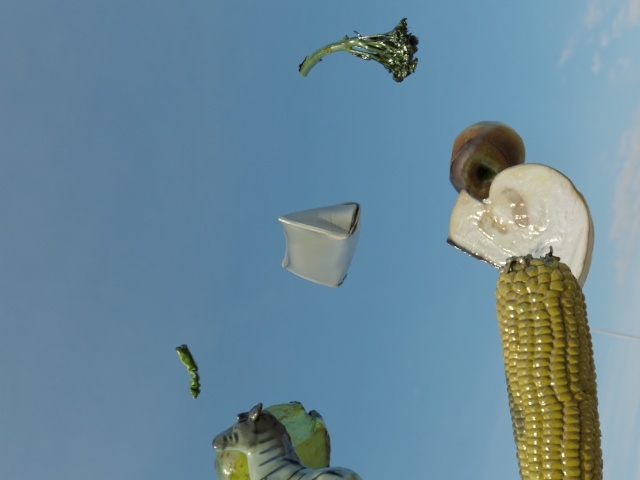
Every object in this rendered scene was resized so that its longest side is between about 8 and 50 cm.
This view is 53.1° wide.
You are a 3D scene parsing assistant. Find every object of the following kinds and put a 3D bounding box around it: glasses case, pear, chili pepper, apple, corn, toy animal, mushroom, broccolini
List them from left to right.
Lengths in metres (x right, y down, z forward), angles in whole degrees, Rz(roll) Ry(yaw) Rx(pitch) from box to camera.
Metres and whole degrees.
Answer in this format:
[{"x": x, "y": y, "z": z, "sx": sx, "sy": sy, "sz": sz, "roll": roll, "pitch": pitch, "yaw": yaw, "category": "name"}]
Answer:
[{"x": -0.193, "y": 0.194, "z": 0.953, "sx": 0.027, "sy": 0.022, "sz": 0.083, "roll": 4, "pitch": -113, "yaw": -80, "category": "chili pepper"}, {"x": -0.139, "y": 0.477, "z": 1.484, "sx": 0.255, "sy": 0.238, "sz": 0.164, "roll": -1, "pitch": -84, "yaw": -36, "category": "pear"}, {"x": -0.022, "y": 0.267, "z": 0.679, "sx": 0.073, "sy": 0.217, "sz": 0.176, "roll": 44, "pitch": -131, "yaw": -48, "category": "toy animal"}, {"x": -0.002, "y": 0.000, "z": 1.089, "sx": 0.308, "sy": 0.128, "sz": 0.083, "roll": 98, "pitch": -179, "yaw": -72, "category": "glasses case"}, {"x": 0.077, "y": -0.352, "z": 1.268, "sx": 0.123, "sy": 0.272, "sz": 0.062, "roll": 60, "pitch": -136, "yaw": -31, "category": "broccolini"}, {"x": 0.342, "y": -0.164, "z": 1.313, "sx": 0.147, "sy": 0.146, "sz": 0.163, "roll": -64, "pitch": -25, "yaw": -59, "category": "apple"}, {"x": 0.342, "y": -0.028, "z": 1.009, "sx": 0.162, "sy": 0.236, "sz": 0.173, "roll": 5, "pitch": -68, "yaw": -51, "category": "mushroom"}, {"x": 0.262, "y": 0.161, "z": 0.725, "sx": 0.106, "sy": 0.106, "sz": 0.305, "roll": 31, "pitch": -129, "yaw": -49, "category": "corn"}]
